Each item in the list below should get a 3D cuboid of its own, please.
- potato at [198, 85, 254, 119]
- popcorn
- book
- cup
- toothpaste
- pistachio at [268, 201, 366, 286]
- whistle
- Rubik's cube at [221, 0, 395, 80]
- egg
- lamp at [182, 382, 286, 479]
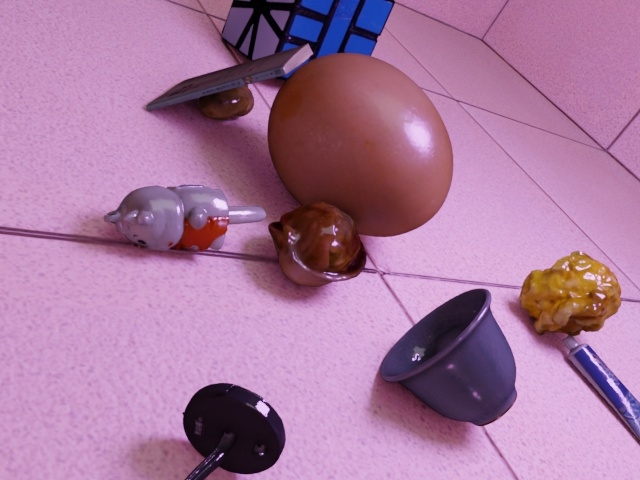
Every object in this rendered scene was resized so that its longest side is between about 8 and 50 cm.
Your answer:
[{"bbox_3d":[-0.188,-0.287,1.475,0.092,0.070,0.138,25,25,16],"label":"potato"},{"bbox_3d":[0.502,0.116,1.438,0.198,0.197,0.155,6,54,-40],"label":"popcorn"},{"bbox_3d":[-0.171,-0.313,1.385,0.215,0.283,0.025,-62,139,-61],"label":"book"},{"bbox_3d":[0.209,0.187,1.049,0.150,0.199,0.199,50,28,-4],"label":"cup"},{"bbox_3d":[0.549,0.285,1.356,0.069,0.047,0.268,15,34,-54],"label":"toothpaste"},{"bbox_3d":[0.000,0.000,1.158,0.165,0.130,0.210,32,20,5],"label":"pistachio"},{"bbox_3d":[-0.191,-0.033,1.041,0.253,0.105,0.102,-5,36,-41],"label":"whistle"},{"bbox_3d":[-0.038,-0.555,1.795,0.283,0.288,0.293,3,29,-43],"label":"Rubik's cube"},{"bbox_3d":[0.070,-0.169,1.309,0.301,0.301,0.374,-1,44,-46],"label":"egg"},{"bbox_3d":[-0.185,0.251,0.651,0.109,0.130,0.371,22,35,30],"label":"lamp"}]
